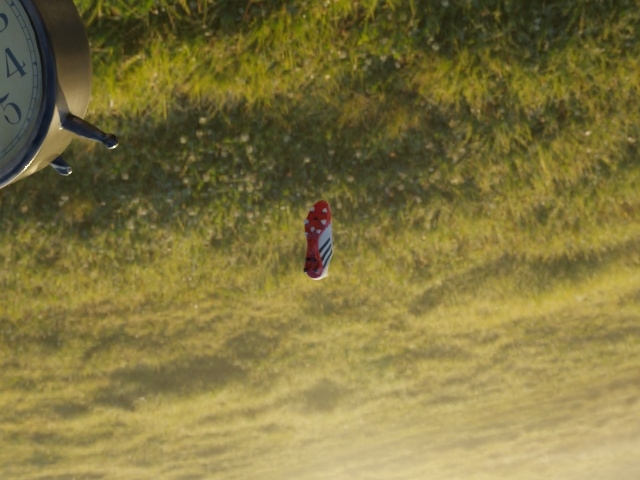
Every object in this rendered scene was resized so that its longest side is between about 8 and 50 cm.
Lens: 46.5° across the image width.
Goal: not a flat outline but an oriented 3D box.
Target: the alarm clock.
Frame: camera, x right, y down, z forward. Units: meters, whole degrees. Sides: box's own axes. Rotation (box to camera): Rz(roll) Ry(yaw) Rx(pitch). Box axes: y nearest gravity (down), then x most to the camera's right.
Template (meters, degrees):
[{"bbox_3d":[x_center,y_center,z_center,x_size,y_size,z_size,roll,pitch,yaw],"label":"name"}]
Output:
[{"bbox_3d":[-0.190,-0.105,0.364,0.129,0.064,0.192,-27,105,15],"label":"alarm clock"}]

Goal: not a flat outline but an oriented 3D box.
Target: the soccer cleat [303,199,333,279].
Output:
[{"bbox_3d":[0.000,0.000,0.782,0.029,0.083,0.035,2,176,28],"label":"soccer cleat"}]
